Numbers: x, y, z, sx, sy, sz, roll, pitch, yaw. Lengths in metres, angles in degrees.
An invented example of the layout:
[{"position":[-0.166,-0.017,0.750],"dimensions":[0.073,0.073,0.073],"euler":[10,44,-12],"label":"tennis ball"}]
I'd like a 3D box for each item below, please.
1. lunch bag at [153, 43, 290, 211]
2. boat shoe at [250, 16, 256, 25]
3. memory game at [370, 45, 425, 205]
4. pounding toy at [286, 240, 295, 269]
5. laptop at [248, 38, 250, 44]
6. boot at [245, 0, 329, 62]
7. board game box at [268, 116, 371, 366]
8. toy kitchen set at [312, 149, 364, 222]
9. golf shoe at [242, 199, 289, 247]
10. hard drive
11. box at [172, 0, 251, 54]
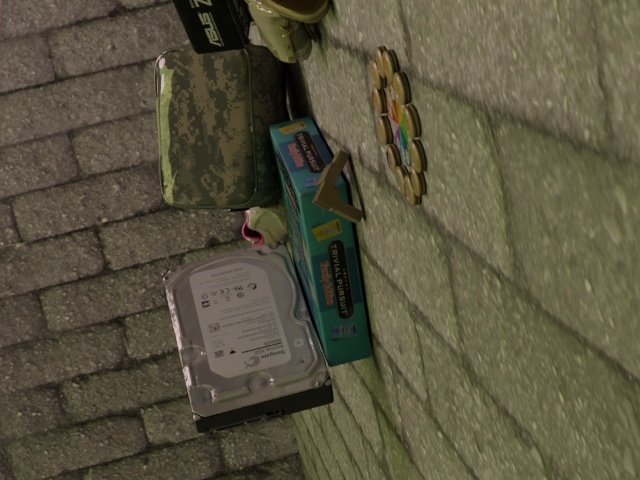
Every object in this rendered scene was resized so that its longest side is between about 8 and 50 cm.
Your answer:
[{"position":[-0.150,-0.200,2.140],"dimensions":[0.256,0.212,0.305],"euler":[-14,-79,-64],"label":"lunch bag"},{"position":[-0.140,-0.475,2.140],"dimensions":[0.069,0.081,0.228],"euler":[79,176,-50],"label":"boat shoe"},{"position":[0.086,-0.131,1.358],"dimensions":[0.186,0.012,0.186],"euler":[166,90,-83],"label":"memory game"},{"position":[-0.040,0.099,2.311],"dimensions":[0.237,0.110,0.183],"euler":[-21,47,48],"label":"pounding toy"},{"position":[-0.159,-0.273,2.693],"dimensions":[0.264,0.136,0.234],"euler":[61,170,12],"label":"laptop"},{"position":[-0.041,-0.318,1.694],"dimensions":[0.213,0.077,0.165],"euler":[36,162,41],"label":"boot"},{"position":[0.000,0.000,1.989],"dimensions":[0.254,0.079,0.336],"euler":[-114,13,-57],"label":"board game box"},{"position":[0.036,-0.078,1.767],"dimensions":[0.083,0.075,0.068],"euler":[-65,8,-7],"label":"toy kitchen set"},{"position":[-0.091,-0.025,2.404],"dimensions":[0.306,0.140,0.115],"euler":[90,163,-67],"label":"golf shoe"},{"position":[-0.131,0.159,2.045],"dimensions":[0.064,0.236,0.339],"euler":[83,172,-48],"label":"hard drive"},{"position":[-0.186,-0.525,1.759],"dimensions":[0.395,0.097,0.318],"euler":[67,-157,-51],"label":"box"}]
